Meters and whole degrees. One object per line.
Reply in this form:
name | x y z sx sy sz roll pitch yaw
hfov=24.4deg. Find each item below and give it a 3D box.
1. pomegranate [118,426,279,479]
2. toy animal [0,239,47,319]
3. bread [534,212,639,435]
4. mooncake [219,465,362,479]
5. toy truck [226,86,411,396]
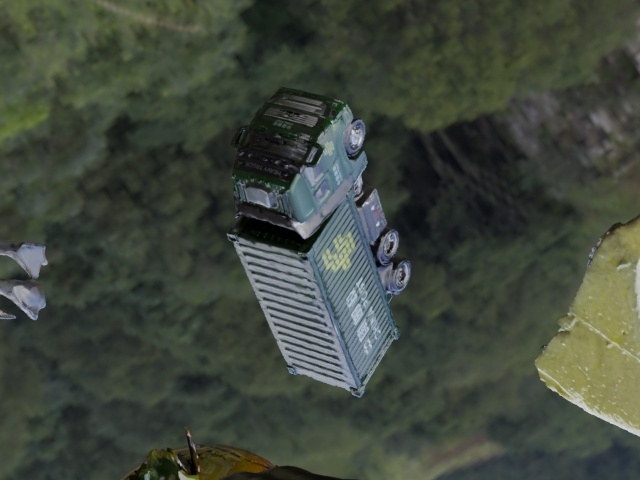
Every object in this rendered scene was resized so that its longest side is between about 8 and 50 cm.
pomegranate | -0.099 0.259 1.188 0.210 0.235 0.210 -16 -140 14
toy animal | -0.279 0.040 1.130 0.160 0.272 0.197 -8 156 36
bread | 0.350 0.031 1.526 0.263 0.236 0.198 -29 -148 -33
mooncake | -0.019 0.252 0.909 0.228 0.228 0.124 -30 -159 -34
toy truck | 0.000 0.000 1.245 0.121 0.088 0.259 -54 143 -30
